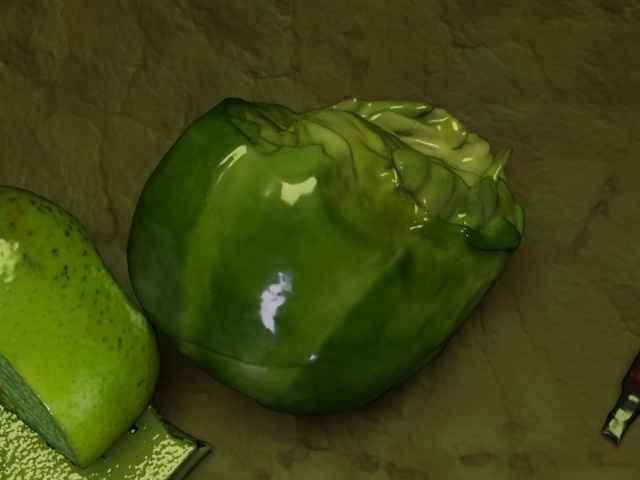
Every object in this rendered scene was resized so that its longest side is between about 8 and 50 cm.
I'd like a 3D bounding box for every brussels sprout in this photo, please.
[{"bbox_3d":[0.000,0.000,1.715,0.371,0.315,0.276,-9,39,-36],"label":"brussels sprout"}]

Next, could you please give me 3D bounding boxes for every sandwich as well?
[{"bbox_3d":[-0.253,0.186,1.794,0.245,0.063,0.212,40,76,12],"label":"sandwich"}]

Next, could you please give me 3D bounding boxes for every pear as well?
[{"bbox_3d":[-0.283,0.045,1.703,0.292,0.292,0.159,40,70,12],"label":"pear"}]

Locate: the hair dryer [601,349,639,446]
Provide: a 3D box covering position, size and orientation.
[{"bbox_3d":[0.359,0.055,1.710,0.123,0.312,0.340,34,99,12],"label":"hair dryer"}]
